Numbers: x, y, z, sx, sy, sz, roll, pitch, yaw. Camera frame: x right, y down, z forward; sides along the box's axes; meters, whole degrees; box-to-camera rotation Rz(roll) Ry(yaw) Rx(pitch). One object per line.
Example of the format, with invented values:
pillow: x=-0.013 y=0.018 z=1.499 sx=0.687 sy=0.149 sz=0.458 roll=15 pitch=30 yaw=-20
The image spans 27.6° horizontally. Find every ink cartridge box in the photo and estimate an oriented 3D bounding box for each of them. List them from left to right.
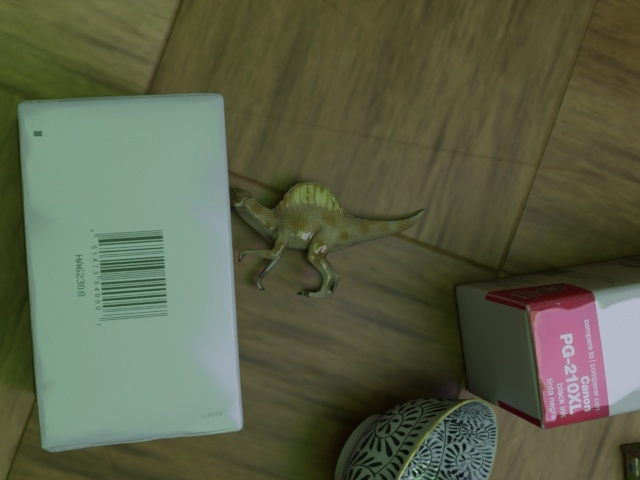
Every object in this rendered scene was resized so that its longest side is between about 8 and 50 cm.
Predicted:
ink cartridge box: x=0.251 y=0.070 z=1.048 sx=0.237 sy=0.172 sz=0.100 roll=-9 pitch=95 yaw=-12

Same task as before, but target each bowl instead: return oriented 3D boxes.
bowl: x=0.064 y=0.189 z=1.046 sx=0.080 sy=0.170 sz=0.170 roll=25 pitch=87 yaw=31

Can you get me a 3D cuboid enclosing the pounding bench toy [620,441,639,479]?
pounding bench toy: x=0.311 y=0.209 z=1.129 sx=0.083 sy=0.052 sz=0.065 roll=-6 pitch=94 yaw=-12

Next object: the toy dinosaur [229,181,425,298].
toy dinosaur: x=0.000 y=0.000 z=1.052 sx=0.183 sy=0.053 sz=0.092 roll=7 pitch=90 yaw=-12

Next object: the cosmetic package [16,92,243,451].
cosmetic package: x=-0.143 y=0.014 z=0.933 sx=0.138 sy=0.225 sz=0.224 roll=-4 pitch=94 yaw=-14
